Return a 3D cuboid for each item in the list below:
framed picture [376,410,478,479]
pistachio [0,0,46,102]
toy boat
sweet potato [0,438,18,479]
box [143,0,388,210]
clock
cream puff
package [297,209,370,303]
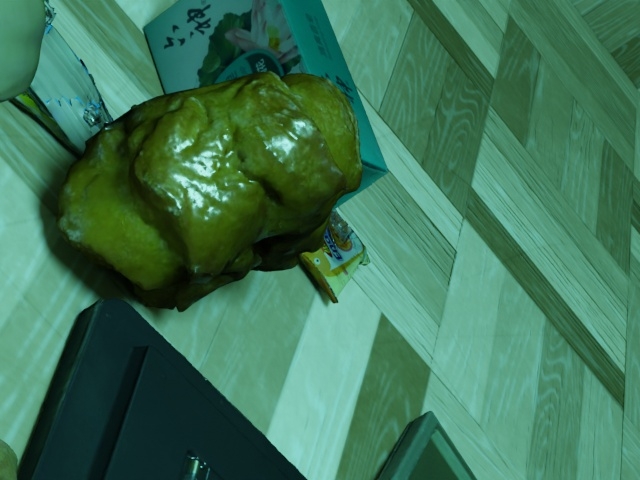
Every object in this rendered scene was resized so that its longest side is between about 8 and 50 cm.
[{"bbox_3d":[0.132,0.358,1.475,0.326,0.028,0.446,56,20,-4],"label":"framed picture"},{"bbox_3d":[-0.316,-0.203,1.204,0.288,0.166,0.197,43,30,-21],"label":"pistachio"},{"bbox_3d":[-0.222,-0.130,1.415,0.084,0.066,0.210,-53,123,-28],"label":"toy boat"},{"bbox_3d":[-0.219,0.225,1.005,0.059,0.067,0.281,6,41,-5],"label":"sweet potato"},{"bbox_3d":[-0.055,-0.134,1.605,0.092,0.153,0.245,18,44,-53],"label":"box"},{"bbox_3d":[-0.097,0.200,1.269,0.273,0.049,0.279,47,28,-22],"label":"clock"},{"bbox_3d":[-0.088,-0.043,1.384,0.269,0.241,0.155,-25,76,-29],"label":"cream puff"},{"bbox_3d":[0.001,-0.001,1.691,0.108,0.031,0.121,54,26,-6],"label":"package"}]
